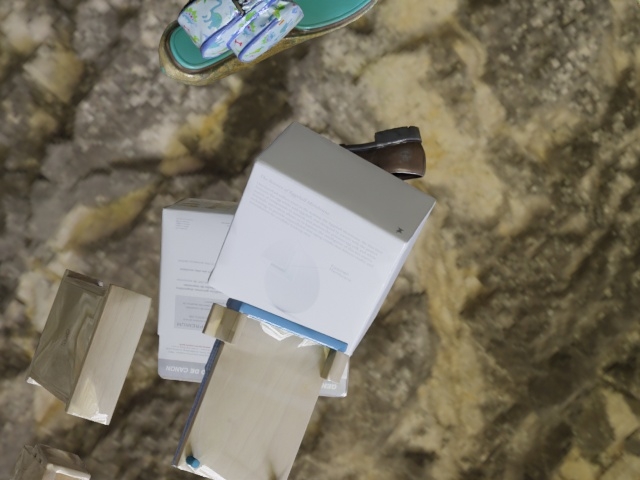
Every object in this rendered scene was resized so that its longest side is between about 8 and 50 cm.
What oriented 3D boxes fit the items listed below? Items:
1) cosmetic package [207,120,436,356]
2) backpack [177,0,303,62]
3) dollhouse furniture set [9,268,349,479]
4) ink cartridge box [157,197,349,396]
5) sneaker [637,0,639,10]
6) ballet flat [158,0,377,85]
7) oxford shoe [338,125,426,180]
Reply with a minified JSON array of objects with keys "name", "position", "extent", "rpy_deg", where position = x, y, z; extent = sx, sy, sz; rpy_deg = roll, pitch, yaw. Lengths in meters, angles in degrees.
[{"name":"cosmetic package","position":[0.000,0.000,1.628],"extent":[0.138,0.224,0.224],"rpy_deg":[-52,170,-52]},{"name":"backpack","position":[-0.076,-0.222,1.172],"extent":[0.114,0.084,0.105],"rpy_deg":[-35,180,5]},{"name":"dollhouse furniture set","position":[-0.160,0.196,1.343],"extent":[0.198,0.303,0.286],"rpy_deg":[8,-102,65]},{"name":"ink cartridge box","position":[-0.089,0.086,1.881],"extent":[0.310,0.130,0.271],"rpy_deg":[6,-80,8]},{"name":"sneaker","position":[0.422,-0.289,1.471],"extent":[0.081,0.208,0.094],"rpy_deg":[-27,-127,-17]},{"name":"ballet flat","position":[-0.076,-0.315,1.719],"extent":[0.349,0.123,0.123],"rpy_deg":[-27,-141,-18]},{"name":"oxford shoe","position":[0.044,-0.092,1.757],"extent":[0.227,0.083,0.096],"rpy_deg":[-16,-102,9]}]
